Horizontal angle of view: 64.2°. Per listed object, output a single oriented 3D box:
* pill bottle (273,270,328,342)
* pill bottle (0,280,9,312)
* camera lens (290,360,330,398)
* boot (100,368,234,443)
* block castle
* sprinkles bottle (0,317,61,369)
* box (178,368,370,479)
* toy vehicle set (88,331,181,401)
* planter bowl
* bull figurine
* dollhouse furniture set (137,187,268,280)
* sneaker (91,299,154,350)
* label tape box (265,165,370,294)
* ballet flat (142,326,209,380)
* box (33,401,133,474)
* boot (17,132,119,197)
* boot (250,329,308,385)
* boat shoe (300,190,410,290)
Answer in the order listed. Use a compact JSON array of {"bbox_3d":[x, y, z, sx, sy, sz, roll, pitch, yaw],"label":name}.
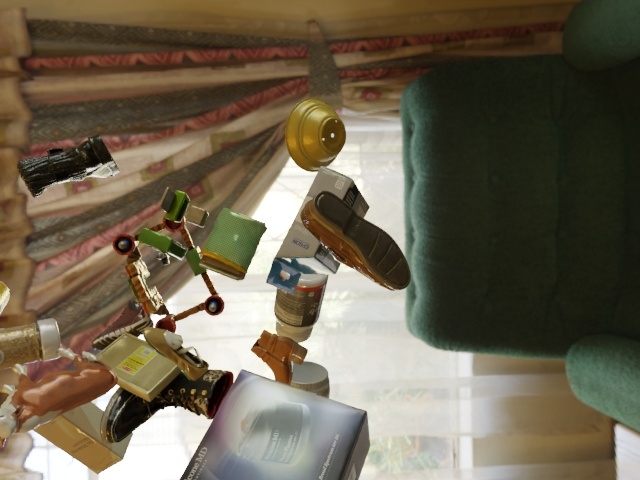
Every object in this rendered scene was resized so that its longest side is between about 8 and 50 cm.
[{"bbox_3d":[-0.093,0.257,2.222,0.210,0.210,0.363,-97,15,-54],"label":"pill bottle"},{"bbox_3d":[-1.154,0.206,1.768,0.215,0.117,0.118,-147,55,-65],"label":"pill bottle"},{"bbox_3d":[-0.073,0.654,2.057,0.219,0.219,0.275,-109,22,-77],"label":"camera lens"},{"bbox_3d":[-0.473,0.507,1.617,0.377,0.283,0.138,-45,-43,-63],"label":"boot"},{"bbox_3d":[-0.604,0.135,2.051,0.213,0.302,0.454,-148,34,-80],"label":"block castle"},{"bbox_3d":[-0.932,0.314,1.434,0.121,0.355,0.121,19,113,53],"label":"sprinkles bottle"},{"bbox_3d":[-0.087,0.459,1.017,0.183,0.293,0.296,81,-151,-45],"label":"box"},{"bbox_3d":[-0.582,0.394,1.620,0.166,0.266,0.035,-43,-38,-48],"label":"toy vehicle set"},{"bbox_3d":[0.009,-0.305,1.483,0.090,0.217,0.217,13,108,47],"label":"planter bowl"},{"bbox_3d":[-0.661,0.366,1.235,0.188,0.310,0.101,33,119,34],"label":"bull figurine"},{"bbox_3d":[-0.333,-0.024,1.492,0.151,0.301,0.198,76,-146,-77],"label":"dollhouse furniture set"},{"bbox_3d":[-0.837,0.350,2.167,0.106,0.281,0.163,62,-173,-53],"label":"sneaker"},{"bbox_3d":[0.000,0.000,1.447,0.348,0.115,0.249,-65,-20,-7],"label":"label tape box"},{"bbox_3d":[-0.398,0.304,1.433,0.232,0.073,0.080,55,-175,-35],"label":"ballet flat"},{"bbox_3d":[-0.840,0.675,1.813,0.311,0.148,0.121,49,-162,-23],"label":"box"},{"bbox_3d":[-0.800,-0.233,1.628,0.131,0.260,0.348,62,164,-6],"label":"boot"},{"bbox_3d":[-0.145,0.365,1.537,0.197,0.152,0.073,-61,9,15],"label":"boot"},{"bbox_3d":[0.084,0.010,1.227,0.111,0.307,0.104,-48,5,-36],"label":"boat shoe"}]
